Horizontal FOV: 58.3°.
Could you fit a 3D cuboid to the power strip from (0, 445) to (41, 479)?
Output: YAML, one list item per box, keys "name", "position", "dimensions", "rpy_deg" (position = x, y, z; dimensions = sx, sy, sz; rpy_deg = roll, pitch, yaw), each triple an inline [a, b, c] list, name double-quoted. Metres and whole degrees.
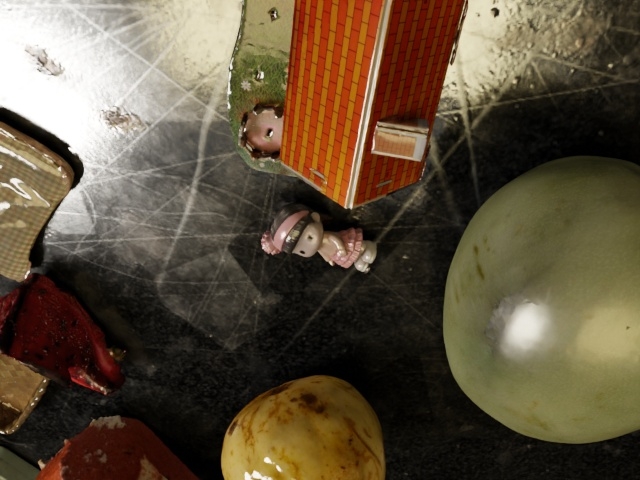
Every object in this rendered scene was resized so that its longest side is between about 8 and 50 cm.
- name: "power strip"
  position: [-0.490, 0.473, 1.022]
  dimensions: [0.093, 0.053, 0.288]
  rpy_deg: [-31, 115, 23]

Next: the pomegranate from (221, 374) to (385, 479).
- name: "pomegranate"
  position: [-0.015, 0.290, 0.755]
  dimensions: [0.215, 0.215, 0.215]
  rpy_deg: [2, 124, 4]

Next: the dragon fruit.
- name: "dragon fruit"
  position: [-0.329, 0.132, 0.751]
  dimensions: [0.092, 0.122, 0.192]
  rpy_deg: [-47, 114, -10]

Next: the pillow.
- name: "pillow"
  position: [-0.383, -0.046, 0.677]
  dimensions: [0.135, 0.034, 0.211]
  rpy_deg: [32, 119, -14]

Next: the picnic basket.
- name: "picnic basket"
  position: [-0.456, 0.201, 0.835]
  dimensions: [0.110, 0.055, 0.193]
  rpy_deg: [34, 121, -15]

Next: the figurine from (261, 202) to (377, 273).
- name: "figurine"
  position: [0.000, 0.000, 0.666]
  dimensions: [0.129, 0.054, 0.072]
  rpy_deg: [17, 138, -15]

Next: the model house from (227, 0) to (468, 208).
- name: "model house"
  position: [0.011, -0.152, 0.499]
  dimensions: [0.207, 0.154, 0.294]
  rpy_deg: [8, 125, -2]

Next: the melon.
- name: "melon"
  position: [0.250, 0.061, 0.560]
  dimensions: [0.271, 0.272, 0.308]
  rpy_deg: [4, 116, 3]

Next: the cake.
- name: "cake"
  position: [-0.290, 0.396, 0.862]
  dimensions: [0.283, 0.177, 0.151]
  rpy_deg: [43, 121, -6]
